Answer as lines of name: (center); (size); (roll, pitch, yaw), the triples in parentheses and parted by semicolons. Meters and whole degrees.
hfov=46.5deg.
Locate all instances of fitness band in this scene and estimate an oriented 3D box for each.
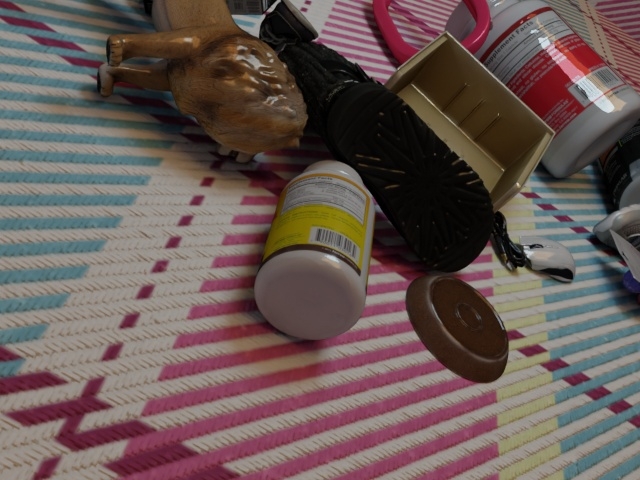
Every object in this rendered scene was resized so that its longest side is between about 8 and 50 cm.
fitness band: (0.221, -0.451, 1.493); (0.054, 0.209, 0.291); (63, 6, -55)

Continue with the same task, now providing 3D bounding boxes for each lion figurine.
lion figurine: (-0.165, -0.278, 0.928); (0.240, 0.142, 0.392); (-6, 69, -27)

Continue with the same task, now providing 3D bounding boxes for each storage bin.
storage bin: (0.226, -0.185, 1.232); (0.262, 0.123, 0.260); (44, 39, 0)

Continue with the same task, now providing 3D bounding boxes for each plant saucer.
plant saucer: (0.187, 0.106, 0.976); (0.168, 0.029, 0.168); (25, 37, -21)

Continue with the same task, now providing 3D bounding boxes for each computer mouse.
computer mouse: (0.362, 0.016, 1.231); (0.193, 0.042, 0.106); (16, 40, -31)

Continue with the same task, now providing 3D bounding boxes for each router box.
router box: (-0.150, -0.367, 1.080); (0.179, 0.046, 0.133); (4, 33, 12)

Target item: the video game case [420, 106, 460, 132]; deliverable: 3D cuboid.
video game case: (0.253, -0.251, 1.441); (0.173, 0.022, 0.190); (28, 35, -17)

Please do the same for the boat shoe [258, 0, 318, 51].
boat shoe: (-0.055, -0.308, 1.102); (0.075, 0.065, 0.206); (47, 2, -14)

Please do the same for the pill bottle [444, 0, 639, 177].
pill bottle: (0.450, -0.347, 1.553); (0.229, 0.229, 0.407); (-14, 61, -50)

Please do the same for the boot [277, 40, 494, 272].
boot: (0.088, -0.126, 1.053); (0.348, 0.131, 0.260); (49, -1, -33)

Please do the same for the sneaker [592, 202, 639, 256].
sneaker: (0.655, 0.011, 1.465); (0.281, 0.105, 0.115); (14, 49, -30)

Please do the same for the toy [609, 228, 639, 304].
toy: (0.609, 0.091, 1.374); (0.237, 0.056, 0.137); (30, 32, -24)

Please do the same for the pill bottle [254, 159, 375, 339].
pill bottle: (0.000, 0.000, 0.835); (0.117, 0.117, 0.215); (31, 36, -14)

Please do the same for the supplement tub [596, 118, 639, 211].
supplement tub: (0.724, -0.173, 1.655); (0.193, 0.193, 0.316); (29, 37, -16)
